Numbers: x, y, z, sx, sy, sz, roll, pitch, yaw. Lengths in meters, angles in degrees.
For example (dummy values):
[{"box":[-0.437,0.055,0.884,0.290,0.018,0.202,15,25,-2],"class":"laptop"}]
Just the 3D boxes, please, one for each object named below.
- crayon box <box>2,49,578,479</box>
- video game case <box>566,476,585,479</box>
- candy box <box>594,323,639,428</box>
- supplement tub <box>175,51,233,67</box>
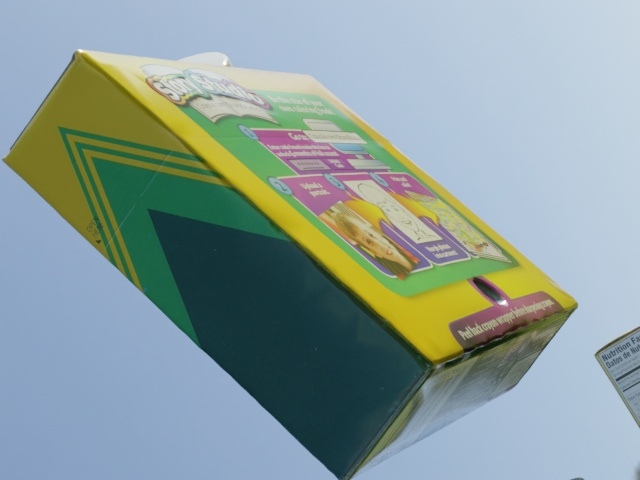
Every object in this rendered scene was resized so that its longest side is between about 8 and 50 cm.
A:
[{"box":[0.000,0.000,1.011,0.313,0.106,0.363,41,-162,17],"class":"crayon box"},{"box":[0.207,0.219,1.025,0.122,0.087,0.011,37,-124,-16],"class":"video game case"},{"box":[0.274,0.145,0.998,0.186,0.053,0.109,60,-163,10],"class":"candy box"},{"box":[-0.120,-0.056,1.576,0.272,0.191,0.191,63,-153,-25],"class":"supplement tub"}]
